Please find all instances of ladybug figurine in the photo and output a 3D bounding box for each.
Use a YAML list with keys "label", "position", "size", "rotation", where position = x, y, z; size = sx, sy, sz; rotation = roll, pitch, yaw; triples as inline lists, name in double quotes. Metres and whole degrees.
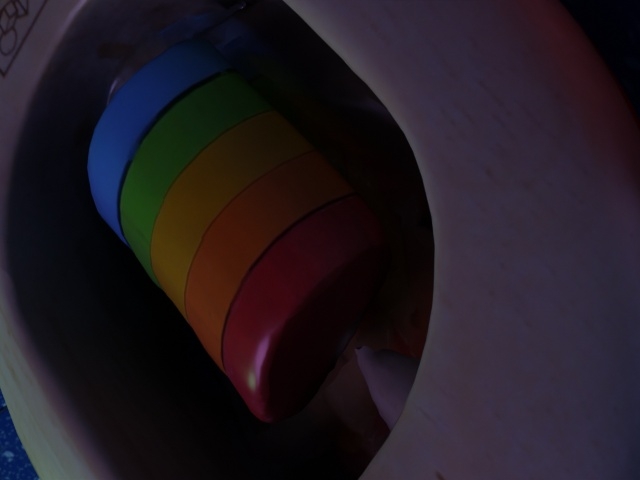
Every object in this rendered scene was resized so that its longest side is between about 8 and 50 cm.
- label: "ladybug figurine"
  position: [0.000, 0.000, 0.721]
  size: [0.162, 0.305, 0.449]
  rotation: [10, -147, -44]
